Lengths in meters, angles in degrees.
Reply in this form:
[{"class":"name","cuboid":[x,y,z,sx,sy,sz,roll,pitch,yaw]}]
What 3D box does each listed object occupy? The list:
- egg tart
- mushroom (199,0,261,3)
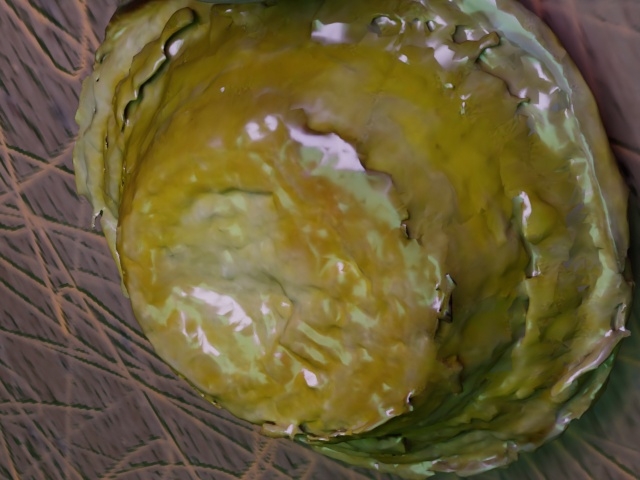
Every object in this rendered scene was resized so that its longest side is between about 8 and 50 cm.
[{"class":"egg tart","cuboid":[0.000,0.000,0.683,0.295,0.116,0.294,13,122,22]},{"class":"mushroom","cuboid":[-0.062,-0.205,0.525,0.254,0.234,0.260,-19,105,37]}]
